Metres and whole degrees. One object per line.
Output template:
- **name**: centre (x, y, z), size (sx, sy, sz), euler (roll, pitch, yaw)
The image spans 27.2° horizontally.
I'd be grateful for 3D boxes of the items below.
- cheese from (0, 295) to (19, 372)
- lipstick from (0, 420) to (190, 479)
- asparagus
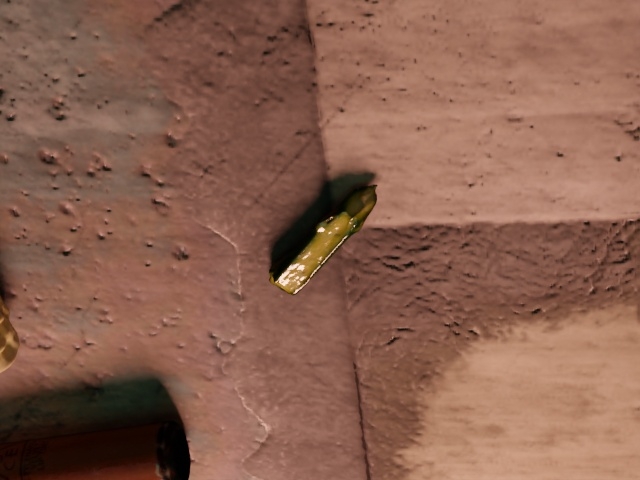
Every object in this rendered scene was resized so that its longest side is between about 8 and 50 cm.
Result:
- **cheese**: centre (-0.285, 0.026, 0.883), size (0.123, 0.094, 0.167), euler (-15, 124, 5)
- **lipstick**: centre (-0.272, 0.185, 1.001), size (0.357, 0.057, 0.057), euler (-10, 120, 13)
- **asparagus**: centre (0.001, 0.000, 0.870), size (0.025, 0.021, 0.108), euler (36, 119, -14)
